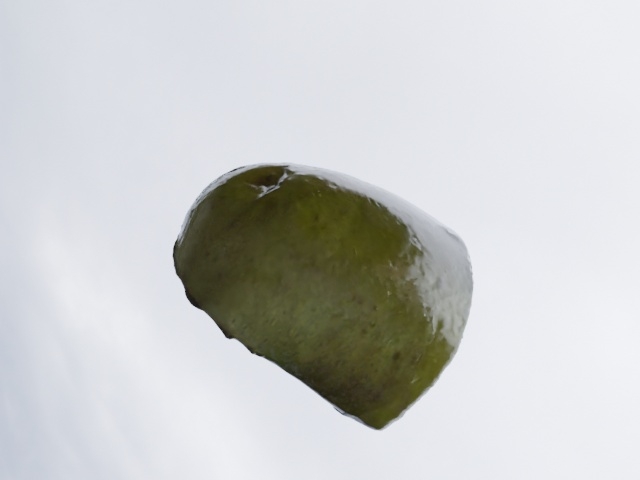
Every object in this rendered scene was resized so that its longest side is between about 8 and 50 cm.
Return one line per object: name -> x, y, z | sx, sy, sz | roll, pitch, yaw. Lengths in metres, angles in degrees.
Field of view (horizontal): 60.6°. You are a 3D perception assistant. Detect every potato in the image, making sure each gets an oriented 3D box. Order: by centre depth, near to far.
potato -> 0.000, 0.000, 0.641 | 0.213, 0.280, 0.330 | -46, -144, 21
